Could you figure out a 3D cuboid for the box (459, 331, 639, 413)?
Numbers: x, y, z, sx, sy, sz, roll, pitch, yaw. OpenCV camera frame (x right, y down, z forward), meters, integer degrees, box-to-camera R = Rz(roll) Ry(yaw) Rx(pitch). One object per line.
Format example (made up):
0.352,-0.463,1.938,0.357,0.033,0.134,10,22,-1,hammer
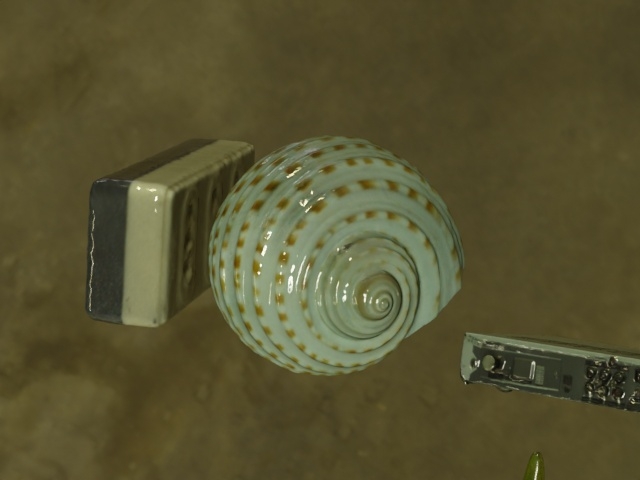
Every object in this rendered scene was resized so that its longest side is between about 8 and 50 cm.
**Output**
0.264,0.110,1.135,0.270,0.211,0.045,7,91,32,box

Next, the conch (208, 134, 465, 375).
-0.001,-0.006,0.978,0.172,0.131,0.200,-36,49,-13,conch

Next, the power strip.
-0.108,-0.015,1.146,0.070,0.257,0.105,7,103,10,power strip

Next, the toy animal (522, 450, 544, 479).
0.142,0.139,0.605,0.202,0.070,0.105,-8,61,34,toy animal
